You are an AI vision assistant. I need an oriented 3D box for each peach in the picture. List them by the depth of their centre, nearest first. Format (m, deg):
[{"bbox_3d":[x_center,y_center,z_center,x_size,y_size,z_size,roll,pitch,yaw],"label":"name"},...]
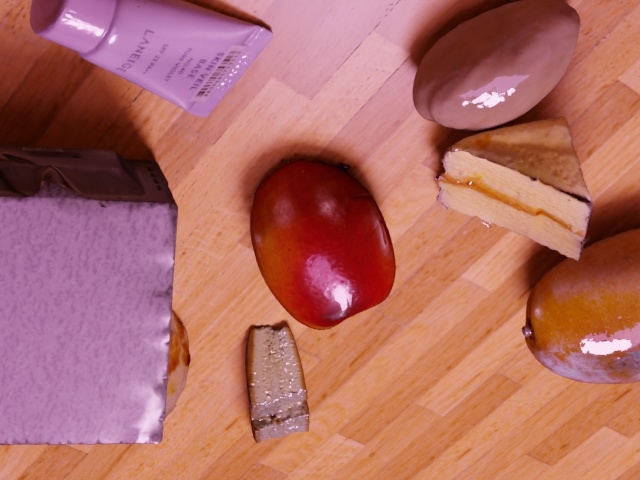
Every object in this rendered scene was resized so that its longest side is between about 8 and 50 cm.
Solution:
[{"bbox_3d":[0.000,0.000,1.720,0.196,0.226,0.190,-24,177,-31],"label":"peach"}]

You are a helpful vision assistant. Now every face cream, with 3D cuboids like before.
[{"bbox_3d":[-0.203,-0.238,1.517,0.274,0.096,0.154,18,125,-38],"label":"face cream"}]

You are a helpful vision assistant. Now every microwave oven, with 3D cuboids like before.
[{"bbox_3d":[-0.407,0.055,1.558,0.432,0.236,0.374,1,104,-15],"label":"microwave oven"}]

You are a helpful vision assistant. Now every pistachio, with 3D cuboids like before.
[{"bbox_3d":[0.216,-0.213,1.564,0.226,0.136,0.136,-33,127,15],"label":"pistachio"}]

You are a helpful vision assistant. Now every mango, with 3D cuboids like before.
[{"bbox_3d":[0.469,0.083,1.814,0.384,0.199,0.221,-18,125,-8],"label":"mango"}]

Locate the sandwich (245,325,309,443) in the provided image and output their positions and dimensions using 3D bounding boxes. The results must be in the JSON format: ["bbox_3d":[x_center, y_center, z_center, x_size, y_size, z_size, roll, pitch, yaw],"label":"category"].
[{"bbox_3d":[-0.065,0.240,1.948,0.090,0.088,0.244,-8,132,-6],"label":"sandwich"}]

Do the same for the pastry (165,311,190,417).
[{"bbox_3d":[-0.305,0.194,1.825,0.256,0.170,0.237,6,133,-19],"label":"pastry"}]

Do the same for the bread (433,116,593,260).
[{"bbox_3d":[0.243,-0.050,1.648,0.178,0.135,0.240,-12,162,3],"label":"bread"}]
